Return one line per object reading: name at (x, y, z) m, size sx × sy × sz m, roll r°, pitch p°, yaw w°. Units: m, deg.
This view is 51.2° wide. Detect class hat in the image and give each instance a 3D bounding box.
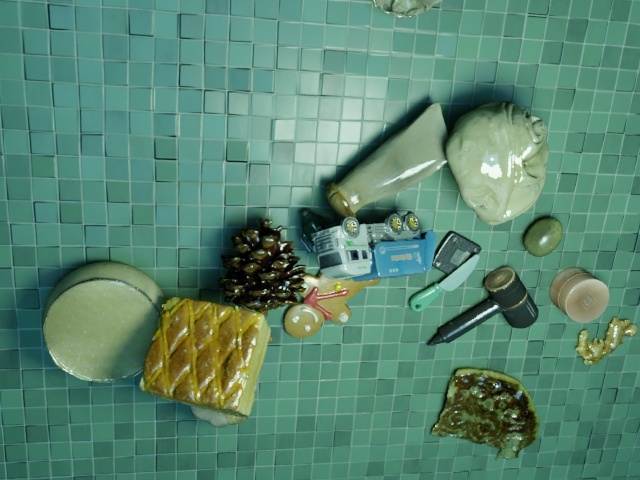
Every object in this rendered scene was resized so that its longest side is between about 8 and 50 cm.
hat at (0.223, -0.708, 1.712) m, size 0.214 × 0.149 × 0.245 m, roll 25°, pitch 65°, yaw -23°

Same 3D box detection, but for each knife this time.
knife at (0.384, 0.135, 2.031) m, size 0.260 × 0.035 × 0.063 m, roll -36°, pitch 115°, yaw 11°

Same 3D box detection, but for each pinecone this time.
pinecone at (-0.167, 0.081, 1.828) m, size 0.243 × 0.243 × 0.257 m, roll -23°, pitch 81°, yaw -2°

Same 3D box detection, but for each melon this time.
melon at (0.674, -0.011, 2.020) m, size 0.098 × 0.098 × 0.131 m, roll 32°, pitch 98°, yaw -19°

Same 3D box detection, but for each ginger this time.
ginger at (0.939, 0.334, 2.216) m, size 0.193 × 0.052 × 0.176 m, roll 12°, pitch 106°, yaw -6°

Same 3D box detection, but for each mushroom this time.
mushroom at (0.202, -0.199, 1.842) m, size 0.407 × 0.137 × 0.154 m, roll -38°, pitch 96°, yaw 5°

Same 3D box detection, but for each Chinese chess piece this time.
Chinese chess piece at (-0.587, 0.225, 1.841) m, size 0.338 × 0.140 × 0.338 m, roll -4°, pitch 108°, yaw -11°

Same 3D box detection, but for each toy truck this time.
toy truck at (0.156, 0.019, 1.843) m, size 0.367 × 0.146 × 0.175 m, roll -3°, pitch 81°, yaw -35°

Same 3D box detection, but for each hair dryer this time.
hair dryer at (0.493, 0.250, 2.089) m, size 0.352 × 0.107 × 0.189 m, roll -33°, pitch 114°, yaw 10°

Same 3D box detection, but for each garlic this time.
garlic at (-0.294, 0.431, 1.959) m, size 0.227 × 0.152 × 0.228 m, roll 1°, pitch 94°, yaw 7°

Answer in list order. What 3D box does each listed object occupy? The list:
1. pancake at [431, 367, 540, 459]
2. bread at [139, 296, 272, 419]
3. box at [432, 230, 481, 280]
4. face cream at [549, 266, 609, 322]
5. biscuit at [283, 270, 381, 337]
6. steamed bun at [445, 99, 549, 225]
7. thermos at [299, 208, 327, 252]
pancake at (0.568, 0.577, 2.233) m, size 0.426 × 0.067 × 0.305 m, roll 24°, pitch 110°, yaw -19°
bread at (-0.300, 0.310, 1.790) m, size 0.279 × 0.207 × 0.279 m, roll 14°, pitch 74°, yaw 8°
box at (0.410, 0.047, 2.027) m, size 0.125 × 0.027 × 0.126 m, roll 26°, pitch 102°, yaw -18°
face cream at (0.814, 0.170, 2.105) m, size 0.149 × 0.104 × 0.149 m, roll -3°, pitch 110°, yaw -10°
biscuit at (0.025, 0.164, 1.985) m, size 0.339 × 0.047 × 0.216 m, roll -43°, pitch 110°, yaw 5°
steamed bun at (0.506, -0.216, 1.792) m, size 0.309 × 0.219 × 0.324 m, roll -39°, pitch 112°, yaw -41°
thermos at (0.004, -0.003, 1.895) m, size 0.083 × 0.073 × 0.188 m, roll -33°, pitch 92°, yaw 34°
